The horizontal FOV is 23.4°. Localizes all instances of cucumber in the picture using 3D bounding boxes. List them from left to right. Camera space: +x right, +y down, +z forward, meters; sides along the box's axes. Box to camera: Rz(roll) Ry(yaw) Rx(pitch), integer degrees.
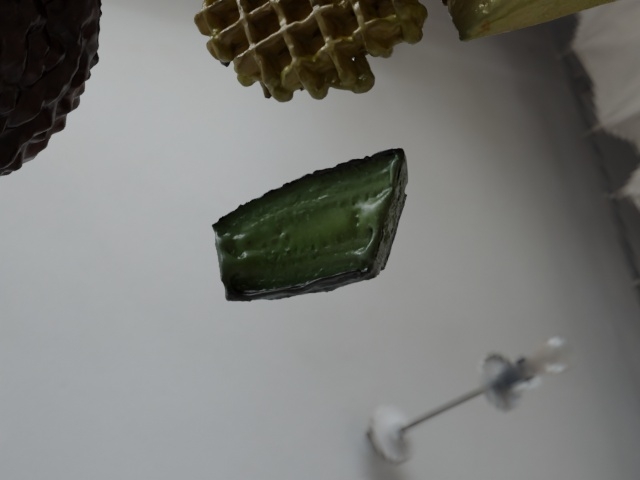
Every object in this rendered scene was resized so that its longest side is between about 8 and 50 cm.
[{"bbox_3d":[0.000,0.000,1.425,0.086,0.193,0.115,66,-171,-66],"label":"cucumber"}]

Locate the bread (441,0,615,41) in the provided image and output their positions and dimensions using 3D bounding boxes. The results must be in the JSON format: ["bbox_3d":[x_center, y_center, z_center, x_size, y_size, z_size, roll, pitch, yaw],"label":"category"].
[{"bbox_3d":[0.243,-0.339,1.608,0.163,0.264,0.168,74,178,-47],"label":"bread"}]

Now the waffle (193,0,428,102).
[{"bbox_3d":[-0.004,-0.294,1.687,0.062,0.329,0.329,35,-138,-52],"label":"waffle"}]

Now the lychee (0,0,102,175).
[{"bbox_3d":[-0.361,-0.223,1.273,0.424,0.499,0.425,-3,-90,-78],"label":"lychee"}]
